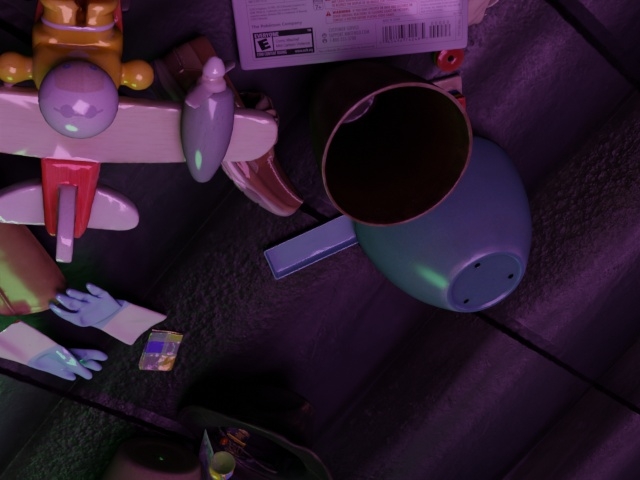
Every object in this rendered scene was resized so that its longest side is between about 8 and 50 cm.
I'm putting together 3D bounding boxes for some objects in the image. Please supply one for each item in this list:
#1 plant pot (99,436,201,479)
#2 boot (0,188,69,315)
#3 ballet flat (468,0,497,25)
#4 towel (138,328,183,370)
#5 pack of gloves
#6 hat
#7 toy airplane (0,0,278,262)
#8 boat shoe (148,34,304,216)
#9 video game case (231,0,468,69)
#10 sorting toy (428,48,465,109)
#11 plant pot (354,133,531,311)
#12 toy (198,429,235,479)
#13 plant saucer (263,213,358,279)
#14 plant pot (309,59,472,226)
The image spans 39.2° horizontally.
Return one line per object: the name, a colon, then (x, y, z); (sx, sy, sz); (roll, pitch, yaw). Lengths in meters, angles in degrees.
plant pot: (-0.307, 0.483, 1.585); (0.263, 0.263, 0.229); (12, 100, -27)
boot: (-0.516, 0.009, 1.269); (0.236, 0.089, 0.269); (-6, 137, 7)
ballet flat: (0.247, -0.397, 1.271); (0.086, 0.086, 0.248); (1, 148, -22)
towel: (-0.272, 0.189, 1.533); (0.060, 0.009, 0.083); (10, 117, -26)
pack of gloves: (-0.373, 0.158, 1.404); (0.195, 0.046, 0.232); (-35, 150, 10)
hat: (-0.084, 0.337, 1.589); (0.134, 0.332, 0.331); (-57, 134, -30)
toy airplane: (-0.298, -0.153, 1.076); (0.386, 0.272, 0.384); (-40, 111, -3)
boat shoe: (-0.111, -0.160, 1.300); (0.116, 0.123, 0.324); (-39, 128, 4)
video game case: (0.037, -0.388, 1.214); (0.329, 0.036, 0.299); (-6, 125, -1)
sorting toy: (0.173, -0.177, 1.442); (0.132, 0.046, 0.274); (-16, 126, -11)
plant pot: (0.225, 0.002, 1.455); (0.290, 0.195, 0.290); (-14, 137, -13)
toy: (-0.174, 0.436, 1.605); (0.056, 0.136, 0.237); (-16, 151, -18)
plant saucer: (0.000, 0.000, 1.510); (0.192, 0.018, 0.067); (-25, 127, -5)
plant pot: (0.071, -0.170, 1.291); (0.216, 0.230, 0.215); (-10, 124, -14)
